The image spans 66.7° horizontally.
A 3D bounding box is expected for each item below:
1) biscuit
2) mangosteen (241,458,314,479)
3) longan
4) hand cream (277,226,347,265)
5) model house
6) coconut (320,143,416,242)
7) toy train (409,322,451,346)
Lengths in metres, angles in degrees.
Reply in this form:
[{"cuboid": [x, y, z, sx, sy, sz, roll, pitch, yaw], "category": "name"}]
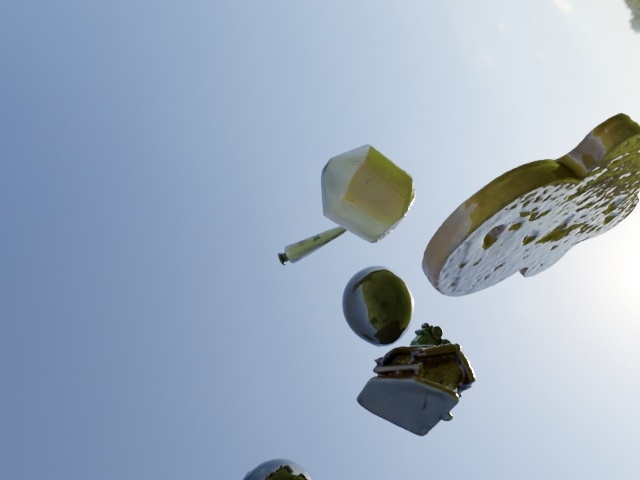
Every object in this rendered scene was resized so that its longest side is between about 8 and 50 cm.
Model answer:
[{"cuboid": [0.282, -0.035, 0.611, 0.355, 0.275, 0.052, -21, -124, -13], "category": "biscuit"}, {"cuboid": [-0.116, 0.768, 1.363, 0.288, 0.288, 0.287, 24, -131, -31], "category": "mangosteen"}, {"cuboid": [0.150, 0.167, 1.272, 0.197, 0.196, 0.220, 35, -155, -22], "category": "longan"}, {"cuboid": [0.000, 0.000, 1.255, 0.050, 0.234, 0.080, 65, -174, 7], "category": "hand cream"}, {"cuboid": [0.236, 0.322, 1.163, 0.220, 0.199, 0.229, 29, -146, 13], "category": "model house"}, {"cuboid": [0.070, -0.084, 0.827, 0.153, 0.147, 0.147, 33, -137, -5], "category": "coconut"}, {"cuboid": [0.434, 0.428, 1.849, 0.137, 0.090, 0.225, -33, -93, -29], "category": "toy train"}]
